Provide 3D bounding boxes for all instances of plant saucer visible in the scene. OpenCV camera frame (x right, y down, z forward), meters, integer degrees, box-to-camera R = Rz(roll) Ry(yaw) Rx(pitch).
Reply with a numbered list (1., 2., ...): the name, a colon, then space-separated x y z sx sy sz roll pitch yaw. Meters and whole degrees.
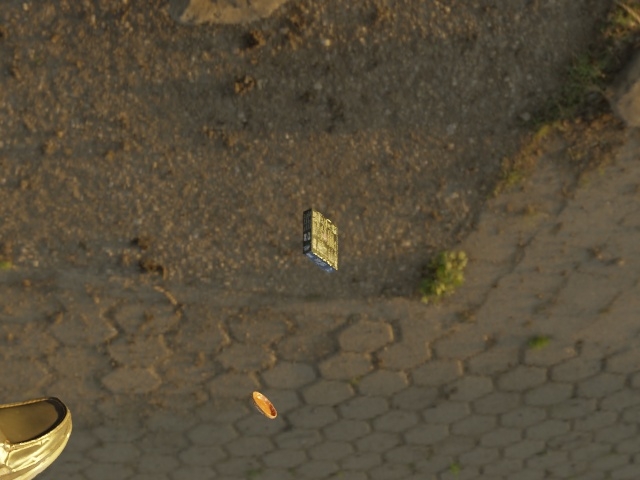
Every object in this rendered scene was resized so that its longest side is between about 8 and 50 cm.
1. plant saucer: -0.147 0.424 1.943 0.013 0.083 0.083 -45 132 8

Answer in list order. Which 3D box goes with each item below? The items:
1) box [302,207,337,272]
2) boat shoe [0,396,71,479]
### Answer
1. box: 0.000 0.000 1.172 0.018 0.083 0.067 -24 140 30
2. boat shoe: -0.510 0.292 1.080 0.355 0.132 0.130 -18 127 -51
